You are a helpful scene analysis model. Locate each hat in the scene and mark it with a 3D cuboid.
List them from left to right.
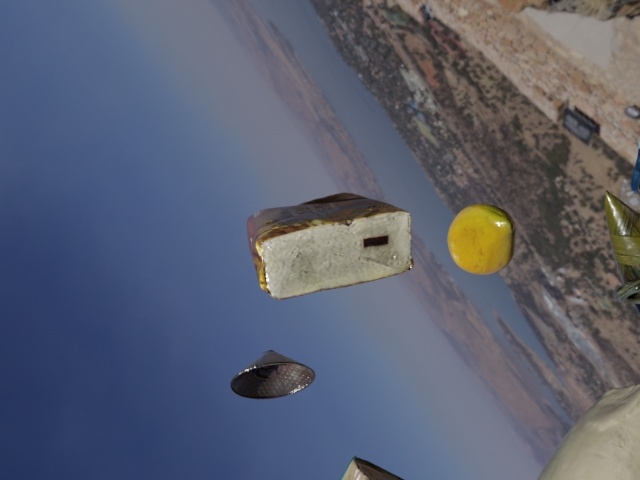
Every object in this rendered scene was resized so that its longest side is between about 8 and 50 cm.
[{"bbox_3d":[-0.111,0.288,1.233,0.193,0.193,0.082,50,-158,-49],"label":"hat"}]

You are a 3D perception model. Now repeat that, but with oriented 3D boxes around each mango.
[{"bbox_3d":[0.405,-0.004,1.351,0.176,0.119,0.317,55,169,16],"label":"mango"}]

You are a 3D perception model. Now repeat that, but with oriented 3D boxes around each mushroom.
[{"bbox_3d":[0.279,0.313,0.568,0.128,0.350,0.128,26,173,3],"label":"mushroom"}]

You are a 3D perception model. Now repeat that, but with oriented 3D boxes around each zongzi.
[{"bbox_3d":[0.742,0.052,1.236,0.300,0.138,0.286,46,-142,-19],"label":"zongzi"}]

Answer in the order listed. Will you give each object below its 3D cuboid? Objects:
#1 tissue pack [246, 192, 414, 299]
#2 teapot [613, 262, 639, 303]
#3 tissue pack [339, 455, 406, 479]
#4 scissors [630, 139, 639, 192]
[{"bbox_3d":[0.000,0.000,0.706,0.226,0.183,0.091,-133,34,-74],"label":"tissue pack"},{"bbox_3d":[0.653,0.042,0.943,0.182,0.270,0.173,40,-148,-53],"label":"teapot"},{"bbox_3d":[0.074,0.503,0.819,0.192,0.270,0.134,32,174,-20],"label":"tissue pack"},{"bbox_3d":[1.032,-0.354,1.706,0.029,0.192,0.447,18,147,38],"label":"scissors"}]
